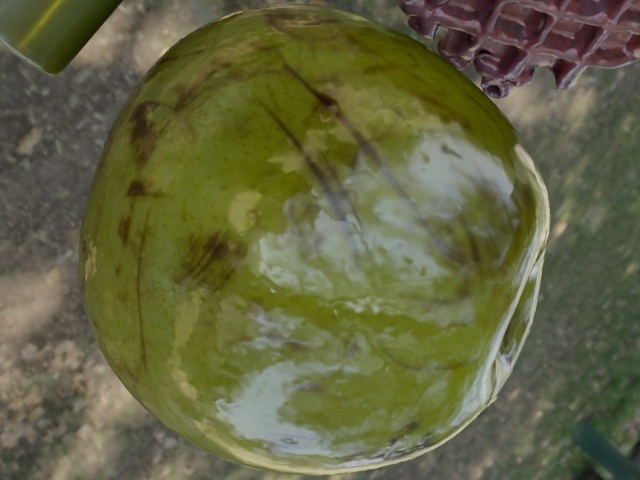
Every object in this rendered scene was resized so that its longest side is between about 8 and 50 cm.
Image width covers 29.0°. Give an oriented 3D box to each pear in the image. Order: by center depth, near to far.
[{"bbox_3d":[0.000,0.000,0.725,0.283,0.283,0.283,-30,143,-26],"label":"pear"}]

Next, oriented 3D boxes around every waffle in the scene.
[{"bbox_3d":[0.156,-0.174,0.730,0.234,0.055,0.221,-16,142,18],"label":"waffle"}]

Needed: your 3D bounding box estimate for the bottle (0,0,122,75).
[{"bbox_3d":[-0.052,-0.203,0.527,0.286,0.082,0.082,-49,147,4],"label":"bottle"}]
